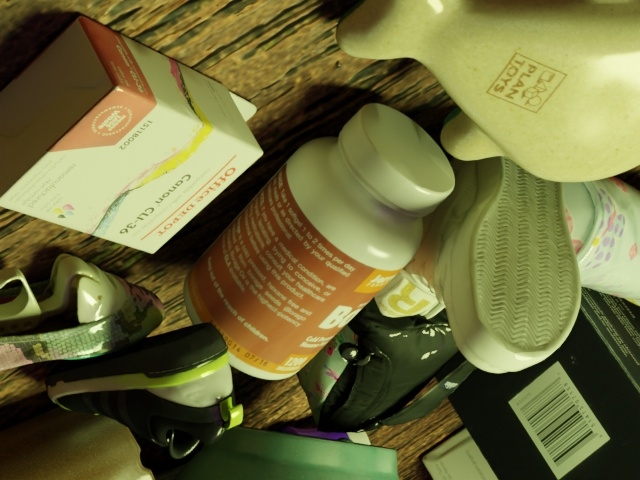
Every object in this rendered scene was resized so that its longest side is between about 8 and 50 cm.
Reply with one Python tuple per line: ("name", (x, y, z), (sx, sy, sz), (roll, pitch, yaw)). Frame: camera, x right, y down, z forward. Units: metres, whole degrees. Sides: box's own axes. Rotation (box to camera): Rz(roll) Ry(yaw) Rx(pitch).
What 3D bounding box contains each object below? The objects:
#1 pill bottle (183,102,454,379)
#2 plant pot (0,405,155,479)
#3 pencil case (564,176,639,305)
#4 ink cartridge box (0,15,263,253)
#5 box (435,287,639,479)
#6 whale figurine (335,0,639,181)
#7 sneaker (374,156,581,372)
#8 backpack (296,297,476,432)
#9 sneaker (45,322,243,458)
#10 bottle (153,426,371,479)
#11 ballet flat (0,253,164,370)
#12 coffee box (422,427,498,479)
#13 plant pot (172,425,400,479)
("pill bottle", (0.000, 0.000, 1.144), (0.121, 0.121, 0.216), (5, 137, -48))
("plant pot", (-0.233, 0.220, 1.265), (0.165, 0.167, 0.167), (-27, 153, -21))
("pencil case", (0.266, -0.004, 1.404), (0.124, 0.113, 0.273), (6, 175, 36))
("ink cartridge box", (-0.121, -0.060, 0.987), (0.115, 0.067, 0.198), (-40, 151, 19))
("box", (0.317, 0.203, 1.545), (0.179, 0.343, 0.312), (-43, 149, 22))
("whale figurine", (0.145, -0.151, 1.057), (0.272, 0.141, 0.216), (15, 133, -22))
("sneaker", (0.110, 0.033, 1.173), (0.108, 0.292, 0.169), (36, 123, -15))
("backpack", (0.052, 0.100, 1.370), (0.152, 0.115, 0.182), (3, 142, -26))
("sneaker", (-0.139, 0.130, 1.166), (0.084, 0.097, 0.235), (-25, -174, -34))
("bottle", (-0.082, 0.259, 1.529), (0.283, 0.092, 0.118), (-20, 156, -19))
("ballet flat", (-0.212, 0.052, 1.096), (0.221, 0.077, 0.079), (-12, 128, -30))
("coffee box", (0.400, 0.336, 1.853), (0.338, 0.337, 0.334), (-38, 152, 13))
("plant pot", (-0.028, 0.270, 1.349), (0.293, 0.196, 0.293), (8, 174, 1))
